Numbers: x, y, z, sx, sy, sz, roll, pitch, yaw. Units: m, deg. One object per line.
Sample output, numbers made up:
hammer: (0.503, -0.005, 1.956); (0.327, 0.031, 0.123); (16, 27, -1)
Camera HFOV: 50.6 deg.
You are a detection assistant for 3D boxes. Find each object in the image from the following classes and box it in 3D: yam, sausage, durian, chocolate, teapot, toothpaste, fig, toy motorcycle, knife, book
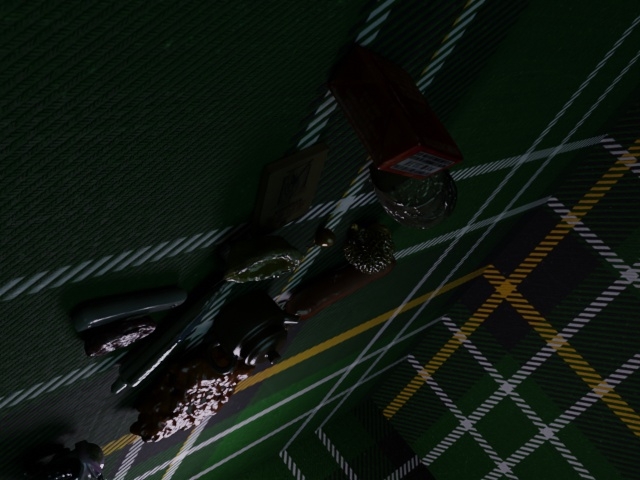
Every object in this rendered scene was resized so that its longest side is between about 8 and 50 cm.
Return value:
yam: (0.243, -0.143, 1.709); (0.202, 0.201, 0.271); (-43, 152, 3)
sausage: (0.064, 0.130, 2.063); (0.419, 0.094, 0.094); (-26, 113, -31)
durian: (0.134, 0.023, 1.911); (0.146, 0.102, 0.208); (-11, 135, 21)
chocolate: (0.144, -0.233, 1.301); (0.108, 0.234, 0.237); (-38, 162, 24)
teapot: (-0.178, 0.260, 1.799); (0.268, 0.175, 0.185); (-35, 156, -13)
toothpaste: (-0.349, 0.223, 1.586); (0.392, 0.061, 0.099); (-43, -176, 5)
fig: (0.000, 0.000, 1.770); (0.083, 0.050, 0.050); (-29, 164, 21)
toy motorcycle: (-0.650, 0.613, 1.746); (0.188, 0.143, 0.327); (-28, 163, -29)
knife: (-0.390, 0.139, 1.392); (0.073, 0.040, 0.266); (-41, 162, 33)
book: (-0.071, -0.103, 1.466); (0.161, 0.026, 0.231); (-28, 156, -30)

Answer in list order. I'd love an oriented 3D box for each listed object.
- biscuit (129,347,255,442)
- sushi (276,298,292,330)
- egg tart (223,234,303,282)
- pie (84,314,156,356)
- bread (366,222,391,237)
biscuit: (-0.353, 0.424, 1.915); (0.312, 0.110, 0.318); (-50, 157, 18)
sushi: (-0.108, 0.247, 2.073); (0.210, 0.040, 0.192); (-12, 145, -52)
egg tart: (-0.129, 0.037, 1.506); (0.197, 0.078, 0.197); (-13, 169, -3)
pie: (-0.419, 0.199, 1.413); (0.154, 0.038, 0.153); (-25, 171, -4)
bread: (0.160, -0.006, 1.986); (0.083, 0.044, 0.110); (12, 138, -14)
